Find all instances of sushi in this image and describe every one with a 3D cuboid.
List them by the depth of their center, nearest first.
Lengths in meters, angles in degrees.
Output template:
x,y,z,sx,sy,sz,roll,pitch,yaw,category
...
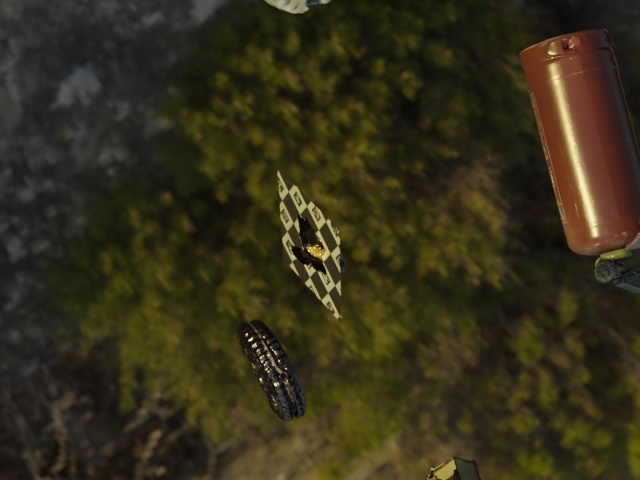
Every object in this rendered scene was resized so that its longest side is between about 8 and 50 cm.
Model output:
x,y,z,sx,sy,sz,roll,pitch,yaw,category
0.000,0.000,1.716,0.026,0.120,0.126,-22,135,-21,sushi

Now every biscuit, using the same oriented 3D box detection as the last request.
x,y,z,sx,sy,sz,roll,pitch,yaw,category
-0.040,0.108,1.427,0.027,0.087,0.089,-27,136,-11,biscuit

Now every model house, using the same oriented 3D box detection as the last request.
x,y,z,sx,sy,sz,roll,pitch,yaw,category
0.092,0.211,1.330,0.057,0.083,0.058,18,134,-33,model house

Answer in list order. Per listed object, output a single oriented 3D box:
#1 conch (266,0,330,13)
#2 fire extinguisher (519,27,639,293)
x,y,z,sx,sy,sz,roll,pitch,yaw,category
-0.047,-0.279,1.511,0.116,0.106,0.173,-44,121,16,conch
0.281,-0.072,1.735,0.105,0.269,0.105,-14,175,-1,fire extinguisher
